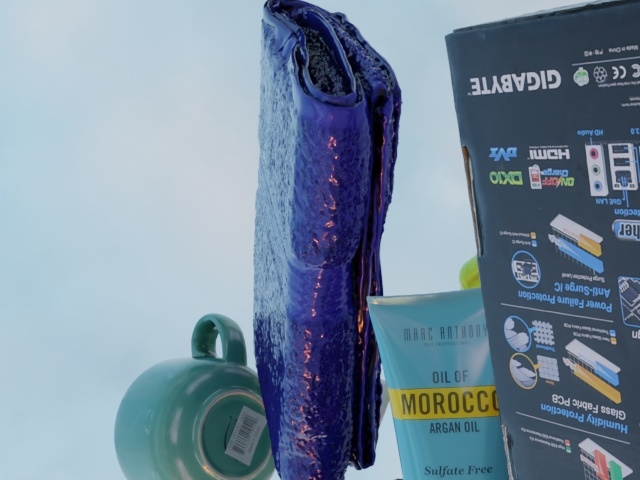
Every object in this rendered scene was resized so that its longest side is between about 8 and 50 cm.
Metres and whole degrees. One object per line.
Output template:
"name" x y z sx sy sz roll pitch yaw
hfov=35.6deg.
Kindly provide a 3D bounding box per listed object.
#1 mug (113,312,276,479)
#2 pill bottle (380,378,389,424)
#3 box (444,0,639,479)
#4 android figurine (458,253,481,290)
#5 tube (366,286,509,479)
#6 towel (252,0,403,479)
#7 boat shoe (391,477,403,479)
"mug" -0.099 0.150 0.840 0.129 0.097 0.157 -21 -84 -37
"pill bottle" 0.004 0.157 1.046 0.078 0.137 0.078 21 -90 -83
"box" 0.185 0.048 0.363 0.073 0.296 0.293 -19 -77 -33
"android figurine" 0.231 0.102 0.927 0.248 0.273 0.056 53 -147 4
"tube" 0.075 0.128 0.536 0.052 0.080 0.207 -47 -49 -81
"towel" 0.000 0.000 0.712 0.227 0.076 0.308 -107 19 -60
"boat shoe" 0.144 0.152 0.625 0.123 0.342 0.123 -43 -70 -79
